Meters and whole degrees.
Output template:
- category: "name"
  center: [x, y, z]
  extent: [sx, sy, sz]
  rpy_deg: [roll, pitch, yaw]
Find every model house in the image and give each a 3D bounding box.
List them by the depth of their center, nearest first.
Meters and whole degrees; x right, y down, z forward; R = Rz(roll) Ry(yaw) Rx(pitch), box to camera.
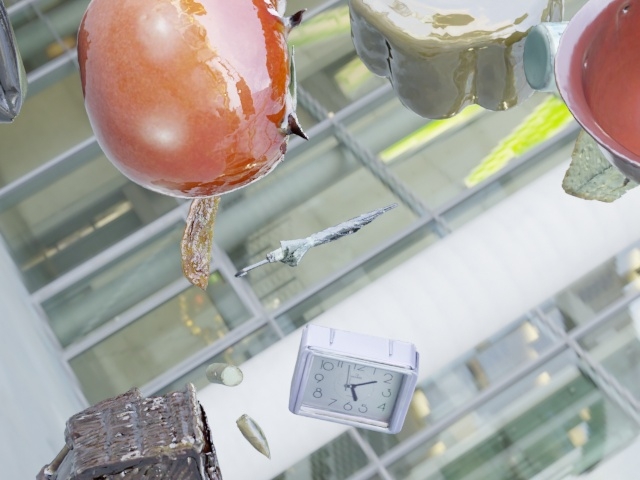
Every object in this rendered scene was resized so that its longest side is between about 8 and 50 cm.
- category: "model house"
  center: [-0.235, 0.343, 1.610]
  extent: [0.297, 0.283, 0.317]
  rpy_deg: [26, 9, -18]

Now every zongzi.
- category: "zongzi"
  center: [-0.132, 0.392, 2.203]
  extent: [0.076, 0.040, 0.083]
  rpy_deg: [57, -1, -39]

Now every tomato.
- category: "tomato"
  center: [-0.125, -0.165, 1.102]
  extent: [0.256, 0.224, 0.256]
  rpy_deg: [170, -90, -84]

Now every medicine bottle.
- category: "medicine bottle"
  center: [0.490, -0.353, 2.114]
  extent: [0.135, 0.168, 0.135]
  rpy_deg: [175, -90, -77]

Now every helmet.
- category: "helmet"
  center: [0.496, -0.180, 1.459]
  extent: [0.230, 0.384, 0.338]
  rpy_deg: [73, -2, -65]

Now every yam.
- category: "yam"
  center: [-0.182, 0.253, 2.087]
  extent: [0.043, 0.043, 0.094]
  rpy_deg: [61, -24, -13]

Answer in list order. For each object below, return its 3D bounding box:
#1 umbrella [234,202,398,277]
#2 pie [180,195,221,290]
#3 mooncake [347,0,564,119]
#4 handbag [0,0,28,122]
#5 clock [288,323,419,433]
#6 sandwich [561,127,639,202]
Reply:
- category: "umbrella"
  center: [0.001, -0.001, 1.562]
  extent: [0.044, 0.269, 0.044]
  rpy_deg: [62, -18, 10]
- category: "pie"
  center: [-0.206, -0.017, 1.861]
  extent: [0.033, 0.191, 0.088]
  rpy_deg: [4, -12, 25]
- category: "mooncake"
  center: [0.288, -0.490, 2.349]
  extent: [0.467, 0.467, 0.262]
  rpy_deg: [53, -14, 28]
- category: "handbag"
  center: [-0.527, -0.255, 1.389]
  extent: [0.257, 0.285, 0.114]
  rpy_deg: [92, -4, -50]
- category: "clock"
  center: [0.053, 0.224, 1.791]
  extent: [0.073, 0.193, 0.145]
  rpy_deg: [-82, -176, -56]
- category: "sandwich"
  center: [0.523, -0.168, 1.782]
  extent: [0.254, 0.099, 0.289]
  rpy_deg: [45, -58, 54]
